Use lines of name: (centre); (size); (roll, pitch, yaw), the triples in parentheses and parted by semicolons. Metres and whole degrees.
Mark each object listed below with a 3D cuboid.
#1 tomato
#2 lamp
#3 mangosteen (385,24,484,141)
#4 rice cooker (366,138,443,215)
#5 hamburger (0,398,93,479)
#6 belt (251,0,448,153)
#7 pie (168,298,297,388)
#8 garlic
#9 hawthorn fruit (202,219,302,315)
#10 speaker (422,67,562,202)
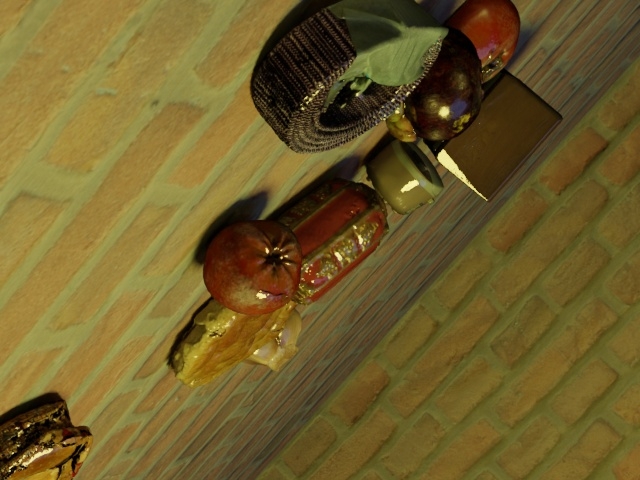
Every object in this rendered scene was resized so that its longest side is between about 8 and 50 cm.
tomato: (0.289, -0.351, 1.843); (0.237, 0.095, 0.236); (-42, 165, -14)
lamp: (0.000, 0.000, 1.862); (0.274, 0.177, 0.177); (-37, 162, -22)
mangosteen: (0.162, -0.256, 1.649); (0.217, 0.192, 0.192); (-6, 161, 1)
rice cooker: (0.168, -0.126, 2.011); (0.127, 0.145, 0.206); (-35, 168, 5)
hamburger: (-0.483, 0.361, 1.633); (0.231, 0.107, 0.231); (-38, 164, -13)
belt: (0.039, -0.243, 1.435); (0.260, 0.122, 0.325); (-46, 163, 29)
pie: (-0.168, 0.172, 2.016); (0.339, 0.083, 0.339); (-39, 163, -14)
garlic: (-0.116, 0.218, 2.253); (0.174, 0.099, 0.124); (-46, 146, -16)
hawthorn fruit: (-0.118, 0.045, 1.674); (0.173, 0.173, 0.173); (-42, 164, -15)
speaker: (0.355, -0.231, 2.085); (0.231, 0.193, 0.153); (-50, -164, 13)
